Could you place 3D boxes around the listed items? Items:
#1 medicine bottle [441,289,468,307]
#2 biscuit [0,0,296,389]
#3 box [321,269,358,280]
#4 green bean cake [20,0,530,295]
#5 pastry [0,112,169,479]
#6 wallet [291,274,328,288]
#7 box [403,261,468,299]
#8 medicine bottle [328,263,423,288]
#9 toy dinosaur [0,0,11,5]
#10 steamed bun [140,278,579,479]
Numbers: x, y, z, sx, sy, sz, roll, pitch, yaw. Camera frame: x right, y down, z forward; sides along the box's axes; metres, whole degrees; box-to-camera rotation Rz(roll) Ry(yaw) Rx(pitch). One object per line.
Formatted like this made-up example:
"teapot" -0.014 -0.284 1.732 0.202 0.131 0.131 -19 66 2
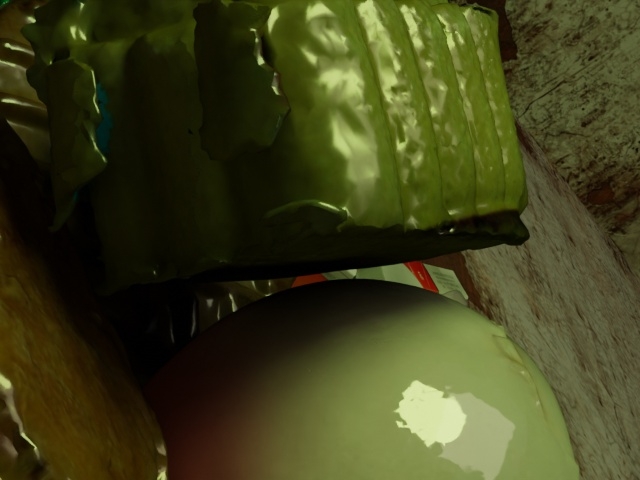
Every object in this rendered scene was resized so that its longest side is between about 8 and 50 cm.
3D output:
"medicine bottle" 0.156 0.187 1.459 0.249 0.133 0.133 57 18 9
"biscuit" -0.148 -0.039 1.038 0.332 0.103 0.332 37 37 -35
"box" 0.000 0.000 1.375 0.154 0.040 0.084 41 26 -50
"green bean cake" -0.054 -0.074 0.808 0.310 0.285 0.202 -2 83 -64
"pastry" -0.206 0.056 0.704 0.311 0.162 0.255 65 12 18
"wallet" -0.010 0.095 1.287 0.204 0.045 0.142 42 45 -37
"box" 0.093 0.070 1.555 0.048 0.100 0.152 60 18 20
"medicine bottle" 0.002 0.097 1.128 0.103 0.187 0.103 48 20 -24
"toy dinosaur" -0.296 -0.208 1.122 0.096 0.059 0.132 46 27 -11
"steamed bun" -0.012 0.166 0.869 0.309 0.309 0.309 48 19 -23
